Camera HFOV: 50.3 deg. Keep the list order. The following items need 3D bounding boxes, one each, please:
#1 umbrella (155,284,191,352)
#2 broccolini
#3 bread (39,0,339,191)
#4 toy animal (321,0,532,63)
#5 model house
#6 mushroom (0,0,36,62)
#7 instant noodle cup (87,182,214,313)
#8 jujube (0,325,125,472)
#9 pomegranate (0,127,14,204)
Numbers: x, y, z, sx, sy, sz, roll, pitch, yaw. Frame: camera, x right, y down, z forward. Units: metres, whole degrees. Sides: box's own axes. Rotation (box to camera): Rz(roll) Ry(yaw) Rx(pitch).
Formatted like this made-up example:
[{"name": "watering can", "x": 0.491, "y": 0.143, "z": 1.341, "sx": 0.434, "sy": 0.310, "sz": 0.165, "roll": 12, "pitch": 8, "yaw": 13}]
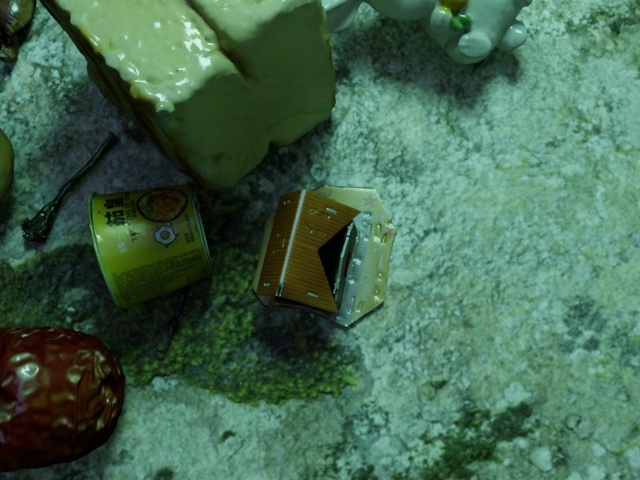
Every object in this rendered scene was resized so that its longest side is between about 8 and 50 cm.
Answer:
[{"name": "umbrella", "x": -0.213, "y": 0.102, "z": 1.039, "sx": 0.022, "sy": 0.022, "sz": 0.148, "roll": 20, "pitch": 77, "yaw": 14}, {"name": "broccolini", "x": -0.402, "y": -0.087, "z": 1.096, "sx": 0.044, "sy": 0.042, "sz": 0.218, "roll": 33, "pitch": 78, "yaw": 13}, {"name": "bread", "x": -0.187, "y": -0.293, "z": 0.934, "sx": 0.279, "sy": 0.390, "sz": 0.371, "roll": -42, "pitch": 78, "yaw": -8}, {"name": "toy animal", "x": 0.142, "y": -0.365, "z": 0.985, "sx": 0.325, "sy": 0.154, "sz": 0.208, "roll": 1, "pitch": 104, "yaw": -2}, {"name": "model house", "x": 0.000, "y": 0.000, "z": 0.975, "sx": 0.207, "sy": 0.136, "sz": 0.219, "roll": 13, "pitch": 80, "yaw": 11}, {"name": "mushroom", "x": -0.541, "y": -0.374, "z": 1.142, "sx": 0.135, "sy": 0.080, "sz": 0.170, "roll": -22, "pitch": 74, "yaw": 12}, {"name": "instant noodle cup", "x": -0.238, "y": 0.000, "z": 0.990, "sx": 0.144, "sy": 0.182, "sz": 0.182, "roll": -15, "pitch": 77, "yaw": -7}, {"name": "jujube", "x": -0.389, "y": 0.210, "z": 0.929, "sx": 0.213, "sy": 0.232, "sz": 0.213, "roll": -2, "pitch": 77, "yaw": 11}, {"name": "pomegranate", "x": -0.579, "y": -0.124, "z": 1.023, "sx": 0.233, "sy": 0.233, "sz": 0.233, "roll": -1, "pitch": 79, "yaw": 6}]
